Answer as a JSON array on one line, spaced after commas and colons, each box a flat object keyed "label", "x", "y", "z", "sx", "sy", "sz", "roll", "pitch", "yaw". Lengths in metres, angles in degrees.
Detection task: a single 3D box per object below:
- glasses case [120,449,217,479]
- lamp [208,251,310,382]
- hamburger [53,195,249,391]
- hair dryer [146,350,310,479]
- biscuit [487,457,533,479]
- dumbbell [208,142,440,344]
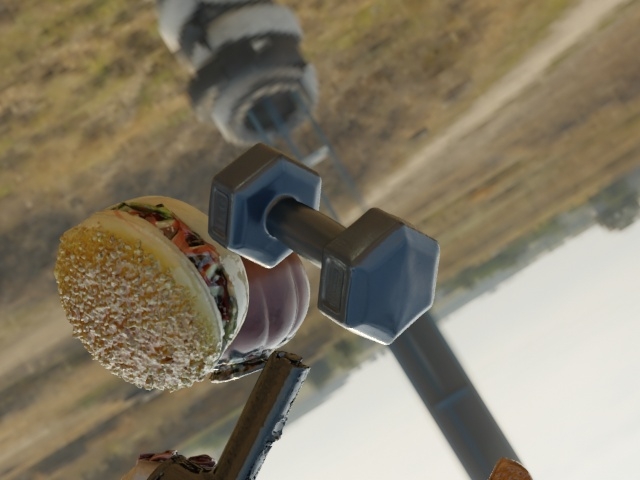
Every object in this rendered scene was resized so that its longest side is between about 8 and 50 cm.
[{"label": "glasses case", "x": -0.219, "y": 0.370, "z": 2.347, "sx": 0.194, "sy": 0.070, "sz": 0.102, "roll": 12, "pitch": 169, "yaw": -24}, {"label": "lamp", "x": -0.165, "y": 0.099, "z": 2.441, "sx": 0.303, "sy": 0.257, "sz": 0.303, "roll": -20, "pitch": -179, "yaw": 0}, {"label": "hamburger", "x": -0.246, "y": 0.076, "z": 2.101, "sx": 0.302, "sy": 0.302, "sz": 0.170, "roll": -35, "pitch": -176, "yaw": 39}, {"label": "hair dryer", "x": -0.074, "y": 0.235, "z": 1.583, "sx": 0.089, "sy": 0.197, "sz": 0.251, "roll": -4, "pitch": 118, "yaw": -64}, {"label": "biscuit", "x": 0.281, "y": 0.517, "z": 2.431, "sx": 0.306, "sy": 0.283, "sz": 0.043, "roll": -20, "pitch": 170, "yaw": -2}, {"label": "dumbbell", "x": 0.000, "y": 0.000, "z": 1.794, "sx": 0.156, "sy": 0.316, "sz": 0.143, "roll": 26, "pitch": 94, "yaw": -44}]
